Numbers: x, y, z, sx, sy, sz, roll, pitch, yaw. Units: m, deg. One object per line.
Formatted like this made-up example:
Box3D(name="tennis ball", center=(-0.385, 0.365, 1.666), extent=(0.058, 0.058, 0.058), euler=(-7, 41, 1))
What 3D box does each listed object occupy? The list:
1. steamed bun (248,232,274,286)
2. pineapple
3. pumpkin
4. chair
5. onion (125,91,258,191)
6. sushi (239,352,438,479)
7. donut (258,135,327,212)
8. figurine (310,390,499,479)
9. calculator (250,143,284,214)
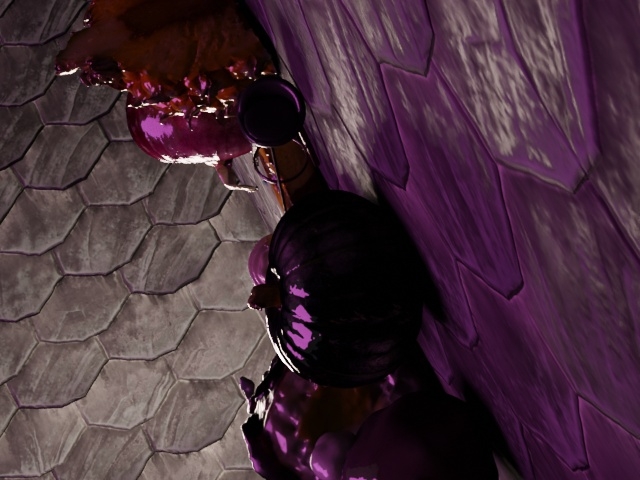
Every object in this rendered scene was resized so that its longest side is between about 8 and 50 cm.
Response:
Box3D(name="steamed bun", center=(-0.028, 0.055, 1.919), extent=(0.183, 0.183, 0.106), euler=(-128, 41, -61))
Box3D(name="pineapple", center=(-0.239, -0.265, 1.770), extent=(0.344, 0.286, 0.209), euler=(59, 174, 35))
Box3D(name="pumpkin", center=(0.012, 0.063, 1.472), extent=(0.250, 0.216, 0.250), euler=(178, 90, -70))
Box3D(name="chair", center=(-0.061, -0.132, 1.690), extent=(0.221, 0.104, 0.095), euler=(80, -172, -60))
Box3D(name="onion", center=(-0.245, -0.237, 2.199), extent=(0.256, 0.230, 0.272), euler=(109, 152, -75))
Box3D(name="sushi", center=(0.029, 0.281, 1.919), extent=(0.281, 0.299, 0.294), euler=(51, 177, -1))
Box3D(name="donut", center=(-0.045, -0.102, 1.910), extent=(0.184, 0.073, 0.166), euler=(63, 175, -9))
Box3D(name="figurine", center=(0.179, 0.367, 1.567), extent=(0.365, 0.218, 0.206), euler=(58, 144, 0))
Box3D(name="calculator", center=(0.000, 0.000, 2.133), extent=(0.386, 0.054, 0.256), euler=(58, 174, 20))
